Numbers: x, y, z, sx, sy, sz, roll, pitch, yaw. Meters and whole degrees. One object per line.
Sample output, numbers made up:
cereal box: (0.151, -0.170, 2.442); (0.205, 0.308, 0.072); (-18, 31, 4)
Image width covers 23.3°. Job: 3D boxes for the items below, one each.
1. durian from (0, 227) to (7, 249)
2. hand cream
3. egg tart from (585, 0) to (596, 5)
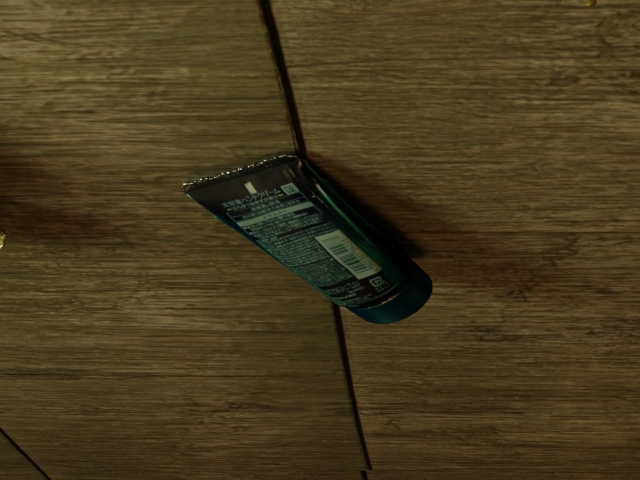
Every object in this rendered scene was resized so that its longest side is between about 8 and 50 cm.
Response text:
durian: (-0.343, -0.005, 1.390); (0.130, 0.066, 0.052); (-15, 155, 15)
hand cream: (0.000, 0.000, 1.393); (0.120, 0.061, 0.270); (-13, 149, 30)
egg tart: (0.157, -0.197, 0.841); (0.212, 0.090, 0.213); (-1, 156, -1)
